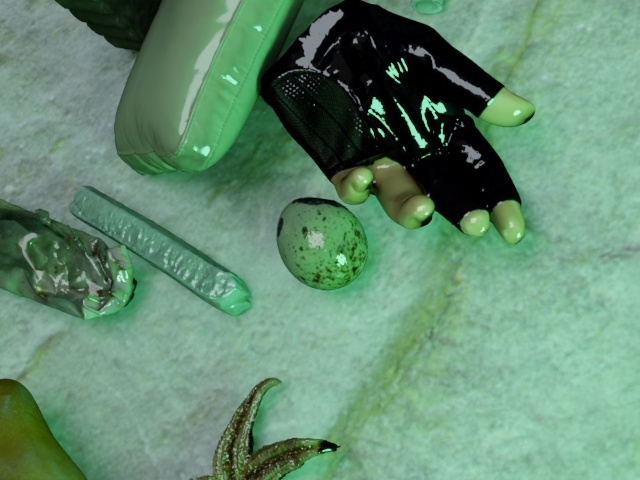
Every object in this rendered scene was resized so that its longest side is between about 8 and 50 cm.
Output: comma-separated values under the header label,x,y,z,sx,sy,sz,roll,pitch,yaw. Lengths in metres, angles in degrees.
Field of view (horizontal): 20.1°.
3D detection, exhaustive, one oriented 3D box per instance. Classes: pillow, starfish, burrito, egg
label,x,y,z,sx,sy,sz,roll,pitch,yaw
pillow,-0.101,-0.217,1.841,0.322,0.120,0.255,-65,19,-8
starfish,-0.084,0.242,1.734,0.238,0.057,0.213,-14,62,21
burrito,-0.319,0.012,1.933,0.309,0.066,0.096,16,82,34
egg,0.000,0.000,1.764,0.085,0.085,0.110,-39,47,9

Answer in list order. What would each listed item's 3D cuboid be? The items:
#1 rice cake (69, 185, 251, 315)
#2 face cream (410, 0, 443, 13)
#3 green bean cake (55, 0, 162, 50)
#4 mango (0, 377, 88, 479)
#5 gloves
label,x,y,z,sx,sy,sz,roll,pitch,yaw
rice cake,-0.168,0.008,1.869,0.245,0.045,0.042,31,87,32
face cream,0.115,-0.298,1.848,0.034,0.034,0.130,-1,70,27
green bean cake,-0.205,-0.311,1.929,0.094,0.185,0.183,10,75,35
mango,-0.295,0.300,1.734,0.221,0.199,0.384,-53,45,41
gloves,0.089,-0.106,1.721,0.197,0.152,0.301,-46,57,14
